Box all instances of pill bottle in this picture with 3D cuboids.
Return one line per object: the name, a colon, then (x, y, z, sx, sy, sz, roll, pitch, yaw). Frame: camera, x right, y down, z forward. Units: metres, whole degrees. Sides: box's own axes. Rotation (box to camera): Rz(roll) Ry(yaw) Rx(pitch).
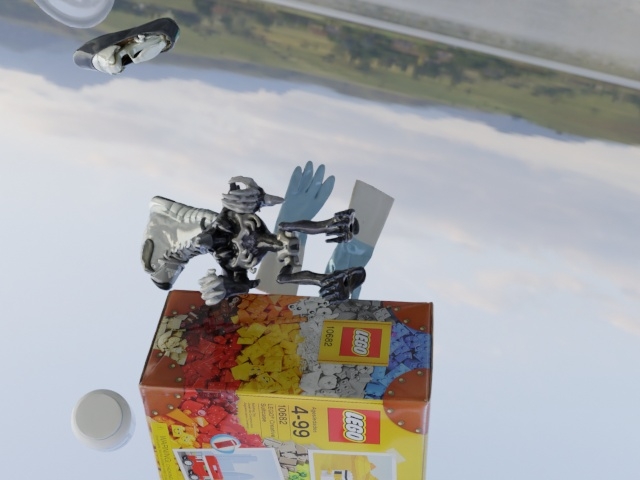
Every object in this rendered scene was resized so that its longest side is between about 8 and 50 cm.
pill bottle: (-0.394, 0.326, 1.762, 0.108, 0.108, 0.193, 12, 164, -4)

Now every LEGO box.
LEGO box: (-0.030, 0.319, 1.421, 0.373, 0.500, 0.193, 2, -140, 6)

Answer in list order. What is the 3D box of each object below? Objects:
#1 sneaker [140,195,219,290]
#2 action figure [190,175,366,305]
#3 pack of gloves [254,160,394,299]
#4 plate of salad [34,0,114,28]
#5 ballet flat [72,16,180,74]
sneaker: (-0.188, 0.019, 1.424, 0.229, 0.132, 0.086, 16, 173, 47)
action figure: (-0.082, 0.001, 1.203, 0.276, 0.164, 0.141, 5, 179, 39)
pack of gloves: (0.000, 0.000, 1.566, 0.195, 0.232, 0.046, 26, 168, -30)
plate of salad: (-0.291, -0.329, 1.062, 0.048, 0.199, 0.200, -9, -176, 24)
ballet flat: (-0.342, -0.333, 1.708, 0.203, 0.074, 0.074, -18, -169, 8)
